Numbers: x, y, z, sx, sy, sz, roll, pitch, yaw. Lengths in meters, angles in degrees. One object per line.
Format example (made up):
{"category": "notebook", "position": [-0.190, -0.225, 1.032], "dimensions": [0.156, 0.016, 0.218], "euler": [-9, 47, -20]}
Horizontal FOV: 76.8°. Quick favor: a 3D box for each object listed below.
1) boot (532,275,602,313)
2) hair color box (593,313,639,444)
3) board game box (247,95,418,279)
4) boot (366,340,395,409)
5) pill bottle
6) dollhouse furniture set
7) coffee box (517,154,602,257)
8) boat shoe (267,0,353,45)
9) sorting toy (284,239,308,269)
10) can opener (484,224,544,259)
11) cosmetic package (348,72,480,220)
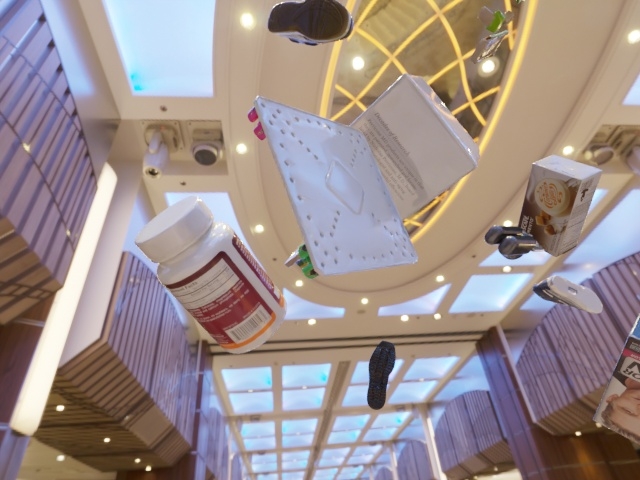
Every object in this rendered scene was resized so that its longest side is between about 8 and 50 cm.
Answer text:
{"category": "boot", "position": [0.748, 0.169, 1.225], "dimensions": [0.190, 0.069, 0.086], "euler": [30, -27, -5]}
{"category": "hair color box", "position": [0.849, 0.374, 1.028], "dimensions": [0.105, 0.174, 0.347], "euler": [-33, -50, -33]}
{"category": "board game box", "position": [0.041, -0.109, 0.912], "dimensions": [0.050, 0.390, 0.390], "euler": [-31, -18, 36]}
{"category": "boot", "position": [0.178, 0.415, 1.249], "dimensions": [0.077, 0.198, 0.137], "euler": [17, -18, 11]}
{"category": "pill bottle", "position": [-0.279, 0.092, 1.062], "dimensions": [0.224, 0.224, 0.392], "euler": [-22, -62, 20]}
{"category": "dollhouse furniture set", "position": [0.348, -0.441, 0.815], "dimensions": [0.076, 0.058, 0.152], "euler": [-32, -17, -24]}
{"category": "coffee box", "position": [0.664, -0.097, 1.142], "dimensions": [0.098, 0.141, 0.246], "euler": [-22, -51, -23]}
{"category": "boat shoe", "position": [-0.013, -0.436, 0.813], "dimensions": [0.073, 0.223, 0.080], "euler": [-2, -69, -49]}
{"category": "sorting toy", "position": [0.000, 0.000, 1.506], "dimensions": [0.089, 0.257, 0.255], "euler": [40, -20, -5]}
{"category": "can opener", "position": [0.460, 0.019, 0.970], "dimensions": [0.283, 0.076, 0.095], "euler": [0, -51, -48]}
{"category": "cosmetic package", "position": [0.248, -0.266, 1.298], "dimensions": [0.393, 0.329, 0.327], "euler": [-39, -89, 29]}
